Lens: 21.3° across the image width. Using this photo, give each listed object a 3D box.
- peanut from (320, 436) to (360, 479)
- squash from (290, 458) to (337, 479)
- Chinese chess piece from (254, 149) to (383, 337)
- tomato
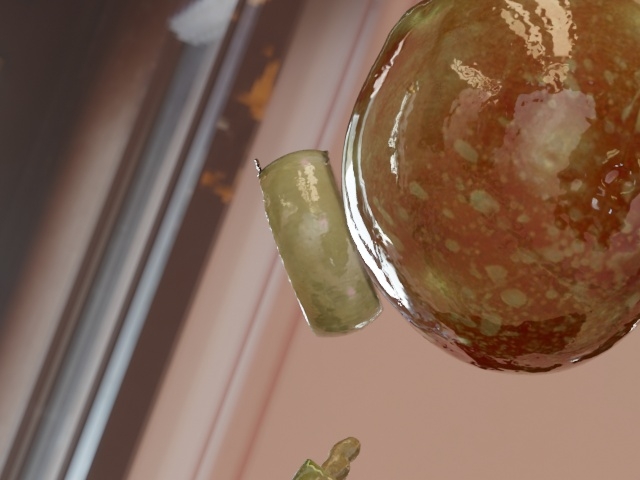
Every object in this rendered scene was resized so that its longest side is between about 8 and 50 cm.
[{"bbox_3d":[0.022,0.277,2.126,0.037,0.083,0.037,21,144,16],"label":"peanut"},{"bbox_3d":[0.084,0.277,1.041,0.288,0.111,0.203,43,172,-10],"label":"squash"},{"bbox_3d":[0.000,0.000,2.028,0.092,0.238,0.238,-20,170,4],"label":"Chinese chess piece"},{"bbox_3d":[0.129,-0.061,1.059,0.222,0.270,0.270,40,170,-13],"label":"tomato"}]
